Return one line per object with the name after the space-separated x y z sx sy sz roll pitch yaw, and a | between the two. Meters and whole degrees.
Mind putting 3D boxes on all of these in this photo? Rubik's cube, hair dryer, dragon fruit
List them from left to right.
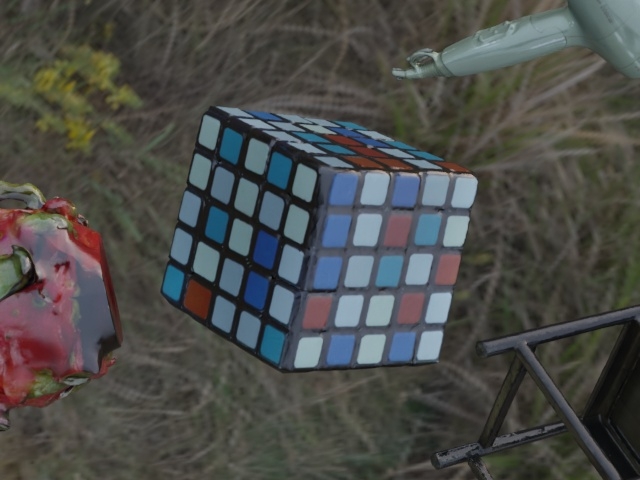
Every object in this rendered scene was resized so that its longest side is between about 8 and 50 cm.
-0.224 0.043 1.074 0.172 0.166 0.160 -12 63 -5 | dragon fruit
0.000 0.000 1.407 0.182 0.187 0.184 3 107 -41 | Rubik's cube
0.139 -0.190 1.278 0.206 0.237 0.075 50 36 -23 | hair dryer

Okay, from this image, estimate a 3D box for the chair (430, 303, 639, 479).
0.228 0.125 1.081 0.260 0.141 0.154 -11 49 -27 | chair
